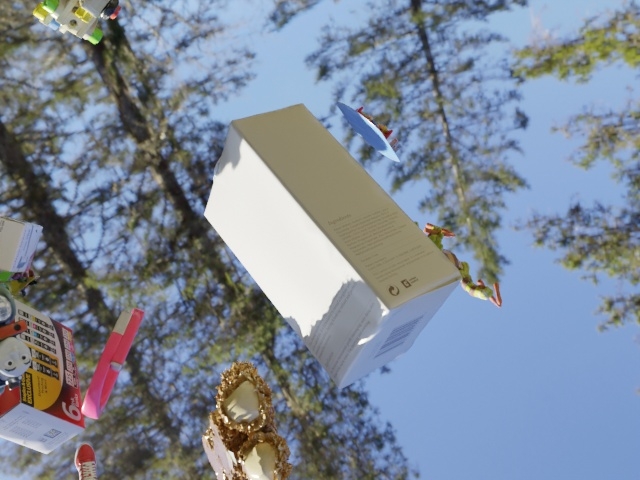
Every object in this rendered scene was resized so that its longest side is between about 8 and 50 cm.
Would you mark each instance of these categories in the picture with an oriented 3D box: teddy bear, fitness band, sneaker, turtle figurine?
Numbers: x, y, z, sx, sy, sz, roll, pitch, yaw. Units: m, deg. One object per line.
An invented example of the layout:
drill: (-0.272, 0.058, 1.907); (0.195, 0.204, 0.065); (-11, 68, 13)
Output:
teddy bear: (-0.103, 0.308, 1.190); (0.113, 0.338, 0.245); (-20, -121, -21)
fitness band: (-0.492, 0.287, 1.827); (0.054, 0.209, 0.290); (22, -137, -7)
sneaker: (-0.452, 0.457, 1.486); (0.042, 0.118, 0.067); (-2, 174, -26)
turtle figurine: (0.239, 0.033, 1.536); (0.087, 0.217, 0.269); (-45, -131, 15)

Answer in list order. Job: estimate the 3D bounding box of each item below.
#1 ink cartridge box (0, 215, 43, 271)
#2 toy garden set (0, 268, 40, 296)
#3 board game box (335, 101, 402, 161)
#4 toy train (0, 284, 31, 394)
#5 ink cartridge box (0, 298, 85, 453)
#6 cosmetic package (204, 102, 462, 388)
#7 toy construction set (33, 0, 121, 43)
ink cartridge box: (-0.593, 0.009, 1.476); (0.056, 0.099, 0.135); (17, 178, -6)
toy garden set: (-0.727, 0.153, 1.704); (0.244, 0.049, 0.204); (-49, -175, -4)
board game box: (0.101, -0.222, 1.480); (0.033, 0.168, 0.133); (-48, -125, -3)
toy train: (-0.645, 0.207, 1.386); (0.334, 0.190, 0.142); (-24, 179, 34)
ink cartridge box: (-0.713, 0.309, 1.808); (0.130, 0.272, 0.309); (-34, -131, 11)
cosmetic package: (0.000, 0.000, 1.156); (0.156, 0.217, 0.385); (-20, -118, -36)
toy construction set: (-0.423, -0.523, 1.458); (0.327, 0.151, 0.215); (-62, -147, 19)
